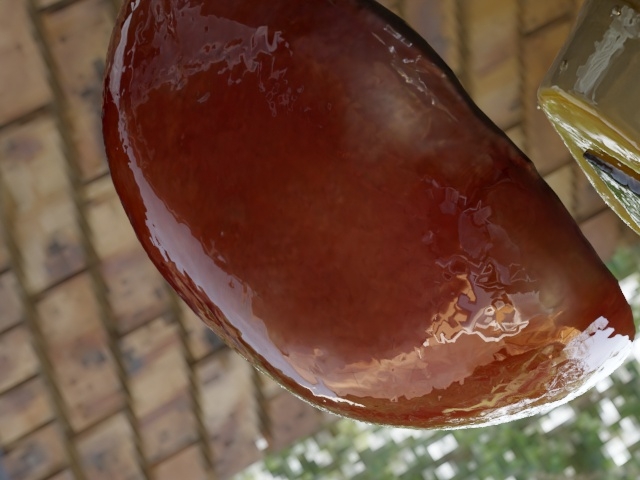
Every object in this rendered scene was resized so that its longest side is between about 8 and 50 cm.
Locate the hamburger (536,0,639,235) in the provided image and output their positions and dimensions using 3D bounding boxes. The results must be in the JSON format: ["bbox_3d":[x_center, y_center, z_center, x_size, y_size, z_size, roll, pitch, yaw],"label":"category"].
[{"bbox_3d":[0.269,-0.064,1.299,0.227,0.151,0.295,46,-3,35],"label":"hamburger"}]

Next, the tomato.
[{"bbox_3d":[0.000,-0.004,0.571,0.174,0.082,0.166,21,-33,58],"label":"tomato"}]
